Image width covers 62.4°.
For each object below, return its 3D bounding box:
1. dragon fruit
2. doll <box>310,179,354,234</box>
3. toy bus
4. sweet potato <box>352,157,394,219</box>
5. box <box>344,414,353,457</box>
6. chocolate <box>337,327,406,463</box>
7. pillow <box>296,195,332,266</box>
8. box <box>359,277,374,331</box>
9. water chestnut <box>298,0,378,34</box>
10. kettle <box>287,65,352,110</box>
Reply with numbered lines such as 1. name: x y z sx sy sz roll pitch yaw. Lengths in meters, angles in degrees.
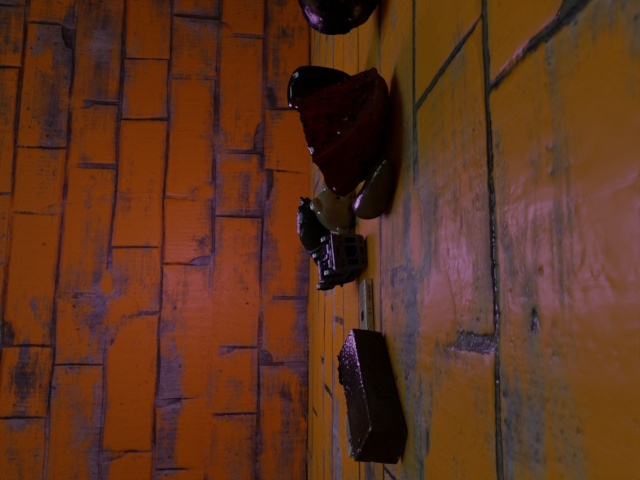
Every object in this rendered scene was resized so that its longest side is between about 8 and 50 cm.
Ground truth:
1. dragon fruit: 0.055 -0.256 1.304 0.240 0.302 0.330 41 168 19
2. doll: 0.061 -0.134 1.844 0.149 0.175 0.278 -47 12 18
3. toy bus: 0.058 0.071 1.655 0.292 0.133 0.126 116 149 -71
4. sweet potato: 0.127 -0.104 1.301 0.108 0.079 0.346 -62 0 -9
5. box: 0.103 0.554 1.595 0.221 0.032 0.122 97 172 -46
6. chocolate: 0.113 0.335 1.202 0.321 0.111 0.112 -97 18 -57
7. pillow: 0.000 0.000 1.883 0.335 0.092 0.162 61 -156 -24
8. box: 0.127 0.196 1.462 0.090 0.024 0.167 106 163 -70
9. water chestnut: 0.057 -0.693 1.369 0.300 0.299 0.300 -179 90 -84
10. kettle: 0.017 -0.444 1.594 0.202 0.232 0.144 137 137 -73
